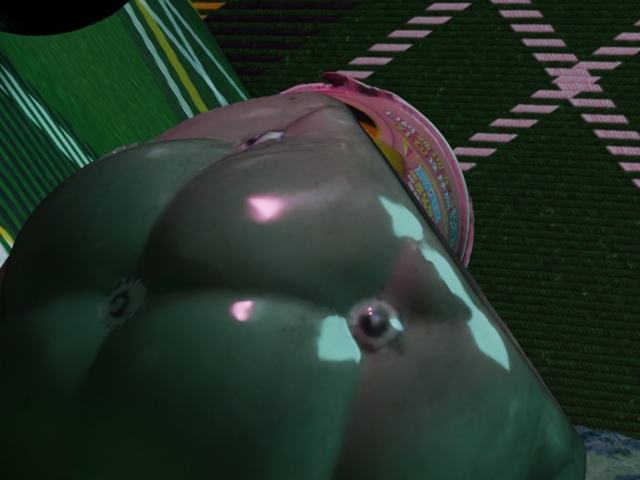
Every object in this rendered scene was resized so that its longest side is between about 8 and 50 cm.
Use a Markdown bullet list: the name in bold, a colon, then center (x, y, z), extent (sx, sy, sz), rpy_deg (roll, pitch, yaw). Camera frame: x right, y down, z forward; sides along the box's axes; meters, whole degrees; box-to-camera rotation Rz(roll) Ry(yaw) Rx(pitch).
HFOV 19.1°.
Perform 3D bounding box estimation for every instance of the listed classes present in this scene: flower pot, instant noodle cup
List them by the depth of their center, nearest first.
- **flower pot**: center (-0.022, 0.067, 0.750), extent (0.246, 0.195, 0.246), rpy_deg (54, 4, -6)
- **instant noodle cup**: center (0.000, 0.000, 1.496), extent (0.244, 0.244, 0.255), rpy_deg (55, 11, -3)

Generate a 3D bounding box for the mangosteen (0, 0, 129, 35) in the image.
- **mangosteen**: center (-0.200, -0.241, 1.260), extent (0.216, 0.216, 0.216), rpy_deg (55, 4, -6)

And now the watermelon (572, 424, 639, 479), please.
- **watermelon**: center (0.131, 0.234, 1.277), extent (0.292, 0.283, 0.250), rpy_deg (138, -66, -69)
